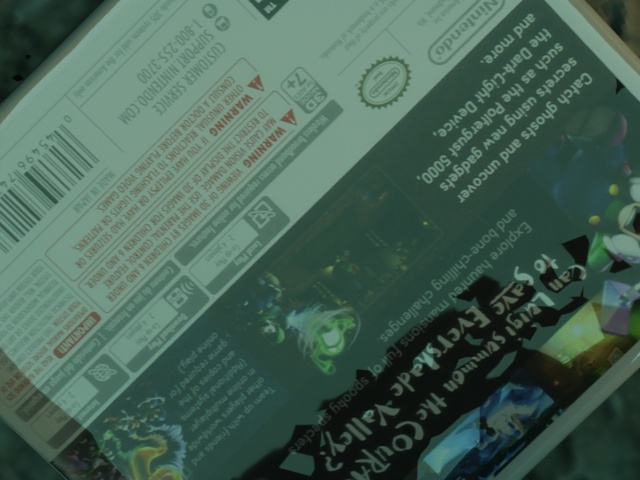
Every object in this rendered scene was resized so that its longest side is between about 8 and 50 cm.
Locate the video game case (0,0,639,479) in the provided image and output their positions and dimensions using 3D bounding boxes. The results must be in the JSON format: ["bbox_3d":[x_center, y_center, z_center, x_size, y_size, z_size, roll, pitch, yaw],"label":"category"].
[{"bbox_3d":[0.000,0.000,0.485,0.190,0.022,0.173,-44,100,5],"label":"video game case"}]
